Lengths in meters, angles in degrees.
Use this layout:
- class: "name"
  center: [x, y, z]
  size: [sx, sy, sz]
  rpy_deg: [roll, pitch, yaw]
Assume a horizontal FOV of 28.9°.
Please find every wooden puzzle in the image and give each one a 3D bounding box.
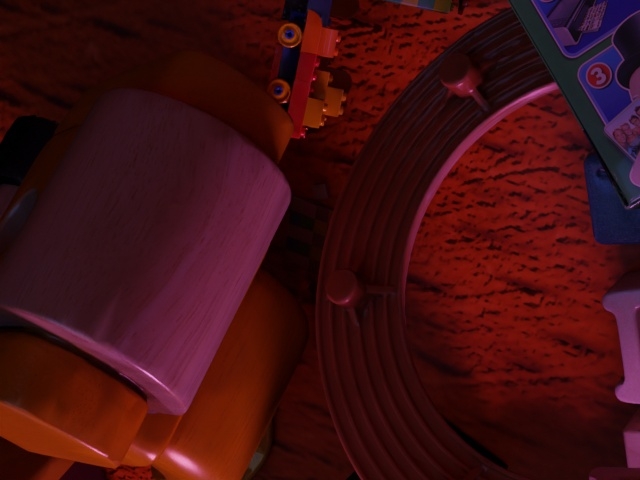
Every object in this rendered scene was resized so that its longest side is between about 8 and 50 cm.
- class: "wooden puzzle"
  center: [0.000, 0.000, 0.833]
  size: [0.049, 0.006, 0.083]
  rpy_deg: [21, 118, 23]

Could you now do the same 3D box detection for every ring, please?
- class: "ring"
  center: [0.132, 0.016, 0.638]
  size: [0.336, 0.032, 0.336]
  rpy_deg: [-12, 68, 31]

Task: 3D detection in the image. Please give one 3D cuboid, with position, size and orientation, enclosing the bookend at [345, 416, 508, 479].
- class: "bookend"
  center: [0.030, 0.211, 0.805]
  size: [0.072, 0.157, 0.156]
  rpy_deg: [36, 122, 15]

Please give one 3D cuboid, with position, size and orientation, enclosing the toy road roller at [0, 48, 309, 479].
- class: "toy road roller"
  center: [-0.097, 0.050, 0.743]
  size: [0.240, 0.202, 0.329]
  rpy_deg: [34, 159, -23]

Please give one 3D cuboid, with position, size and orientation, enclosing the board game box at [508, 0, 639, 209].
- class: "board game box"
  center: [0.222, -0.184, 0.543]
  size: [0.317, 0.046, 0.213]
  rpy_deg: [-33, 76, 26]

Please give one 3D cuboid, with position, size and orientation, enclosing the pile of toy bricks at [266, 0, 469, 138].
- class: "pile of toy bricks"
  center: [0.037, -0.159, 0.705]
  size: [0.105, 0.118, 0.212]
  rpy_deg: [12, 100, -3]

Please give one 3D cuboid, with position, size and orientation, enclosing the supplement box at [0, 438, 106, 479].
- class: "supplement box"
  center: [-0.240, 0.279, 0.952]
  size: [0.129, 0.191, 0.194]
  rpy_deg: [-14, 107, 22]

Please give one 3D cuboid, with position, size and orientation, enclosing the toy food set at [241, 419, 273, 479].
- class: "toy food set"
  center: [-0.144, 0.120, 0.927]
  size: [0.218, 0.071, 0.128]
  rpy_deg: [24, 119, 22]

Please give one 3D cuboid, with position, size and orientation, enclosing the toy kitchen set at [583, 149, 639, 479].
- class: "toy kitchen set"
  center: [0.194, 0.062, 0.642]
  size: [0.122, 0.166, 0.207]
  rpy_deg: [-3, 107, 32]
